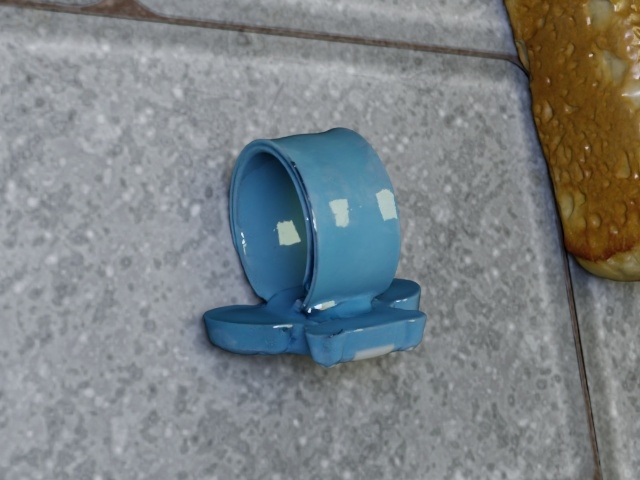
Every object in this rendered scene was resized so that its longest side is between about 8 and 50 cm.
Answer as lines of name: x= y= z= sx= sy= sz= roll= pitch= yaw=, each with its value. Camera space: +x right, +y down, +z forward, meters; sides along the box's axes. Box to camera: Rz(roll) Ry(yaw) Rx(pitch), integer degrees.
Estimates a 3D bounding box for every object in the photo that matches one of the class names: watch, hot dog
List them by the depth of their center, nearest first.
watch: x=0.000 y=0.000 z=1.146 sx=0.211 sy=0.211 sz=0.193 roll=-12 pitch=100 yaw=-33
hot dog: x=0.362 y=-0.162 z=1.413 sx=0.223 sy=0.185 sz=0.405 roll=-8 pitch=80 yaw=-31
